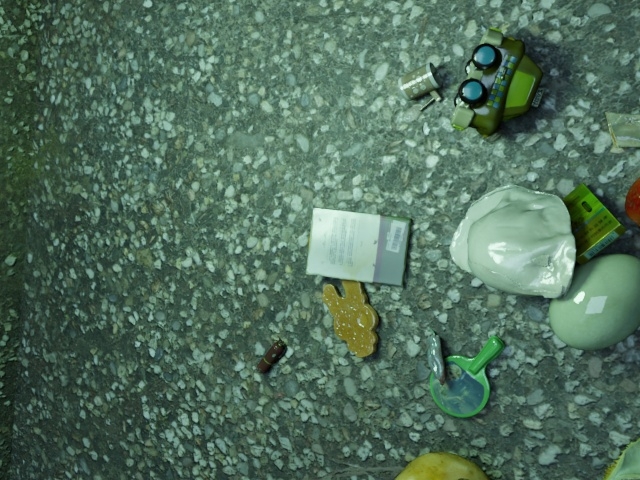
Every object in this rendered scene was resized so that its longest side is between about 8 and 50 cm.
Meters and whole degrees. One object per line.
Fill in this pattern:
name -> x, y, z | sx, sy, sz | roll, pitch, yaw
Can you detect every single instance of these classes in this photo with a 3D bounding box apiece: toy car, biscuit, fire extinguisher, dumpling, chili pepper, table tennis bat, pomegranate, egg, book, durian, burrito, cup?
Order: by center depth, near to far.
durian -> 0.744, 0.513, 1.324 | 0.252, 0.139, 0.144 | -8, 90, 29
burrito -> 0.756, -0.243, 1.356 | 0.226, 0.060, 0.087 | 9, 89, 30
egg -> 0.629, 0.137, 1.357 | 0.253, 0.186, 0.186 | -49, 68, 16
dumpling -> 0.467, -0.004, 1.442 | 0.181, 0.341, 0.260 | 19, 92, -9
toy car -> 0.443, -0.372, 1.482 | 0.198, 0.204, 0.247 | 21, 99, 5
pomegranate -> 0.307, 0.686, 1.505 | 0.307, 0.307, 0.307 | 0, 90, 30
table tennis bat -> 0.391, 0.352, 1.582 | 0.160, 0.039, 0.257 | 44, 112, 24
chili pepper -> 0.307, 0.308, 1.609 | 0.041, 0.050, 0.153 | -1, 67, -3
cup -> 0.274, -0.417, 1.635 | 0.099, 0.102, 0.074 | -20, 42, 29
book -> 0.104, 0.017, 1.712 | 0.290, 0.026, 0.201 | 8, 95, 16
biscuit -> 0.095, 0.222, 1.748 | 0.144, 0.040, 0.236 | -29, 78, 33
fire extinguisher -> -0.149, 0.359, 1.885 | 0.056, 0.039, 0.132 | 34, 109, -9

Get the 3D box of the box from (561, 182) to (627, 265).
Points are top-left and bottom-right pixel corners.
box -> 0.603, -0.042, 1.392 | 0.121, 0.030, 0.193 | -44, 25, 22

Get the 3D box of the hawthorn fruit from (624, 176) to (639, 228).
hawthorn fruit -> 0.783, -0.107, 1.272 | 0.207, 0.207, 0.243 | 35, 92, 25

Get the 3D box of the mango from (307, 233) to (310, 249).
mango -> 0.000, 0.000, 1.789 | 0.079, 0.057, 0.114 | 11, 93, 34
